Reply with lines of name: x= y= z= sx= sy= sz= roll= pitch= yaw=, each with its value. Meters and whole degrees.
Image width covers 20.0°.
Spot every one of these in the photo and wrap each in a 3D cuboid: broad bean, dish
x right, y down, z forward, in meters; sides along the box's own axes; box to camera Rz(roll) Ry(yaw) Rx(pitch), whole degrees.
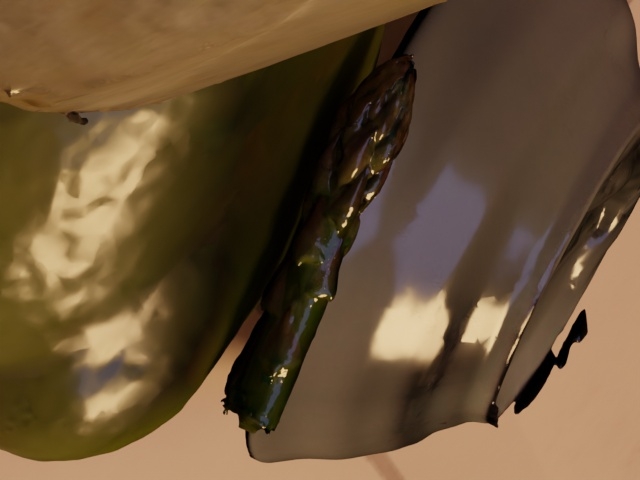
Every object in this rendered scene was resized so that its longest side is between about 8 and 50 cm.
broad bean: x=-0.070 y=-0.043 z=0.704 sx=0.238 sy=0.119 sz=0.291 roll=-1 pitch=121 yaw=-58
dish: x=0.086 y=-0.006 z=0.879 sx=0.316 sy=0.106 sz=0.316 roll=-54 pitch=164 yaw=-23

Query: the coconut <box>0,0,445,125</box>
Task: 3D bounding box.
coconut: x=-0.046 y=-0.198 z=0.438 sx=0.323 sy=0.323 sz=0.323 roll=-33 pitch=142 yaw=-30

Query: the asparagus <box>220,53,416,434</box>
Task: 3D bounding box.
asparagus: x=0.001 y=0.000 z=0.724 sx=0.165 sy=0.030 sz=0.036 roll=-67 pitch=165 yaw=15
